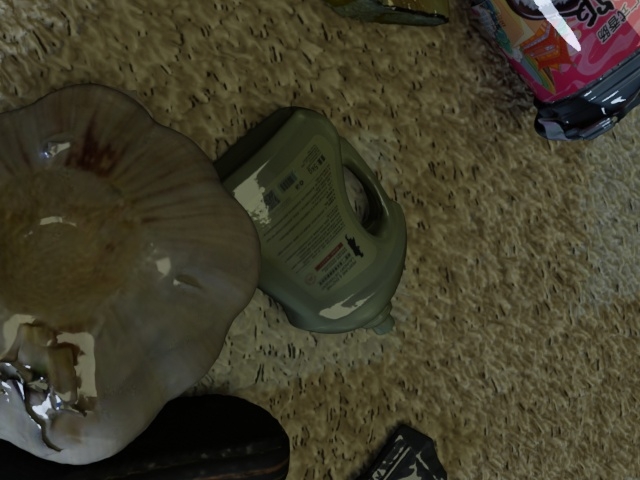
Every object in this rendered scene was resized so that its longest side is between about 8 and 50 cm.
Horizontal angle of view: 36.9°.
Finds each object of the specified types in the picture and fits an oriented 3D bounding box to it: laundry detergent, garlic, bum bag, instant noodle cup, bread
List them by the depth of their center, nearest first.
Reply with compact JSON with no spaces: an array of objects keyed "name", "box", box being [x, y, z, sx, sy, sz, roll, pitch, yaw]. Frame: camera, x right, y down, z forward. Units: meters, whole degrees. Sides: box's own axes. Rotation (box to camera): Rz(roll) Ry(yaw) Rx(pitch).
[{"name":"garlic","box":[-0.213,0.023,0.811,0.322,0.241,0.321,10,73,-35]},{"name":"bread","box":[0.053,-0.266,0.949,0.157,0.083,0.094,0,99,-25]},{"name":"instant noodle cup","box":[0.268,-0.253,0.972,0.181,0.258,0.302,45,38,-10]},{"name":"laundry detergent","box":[0.000,0.000,0.980,0.181,0.091,0.253,-46,114,-14]},{"name":"bum bag","box":[0.065,0.304,1.099,0.087,0.049,0.197,41,84,0]}]

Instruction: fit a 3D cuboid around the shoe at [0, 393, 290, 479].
[{"name":"shoe","box":[-0.210,0.287,0.888,0.384,0.171,0.237,-4,108,-36]}]
